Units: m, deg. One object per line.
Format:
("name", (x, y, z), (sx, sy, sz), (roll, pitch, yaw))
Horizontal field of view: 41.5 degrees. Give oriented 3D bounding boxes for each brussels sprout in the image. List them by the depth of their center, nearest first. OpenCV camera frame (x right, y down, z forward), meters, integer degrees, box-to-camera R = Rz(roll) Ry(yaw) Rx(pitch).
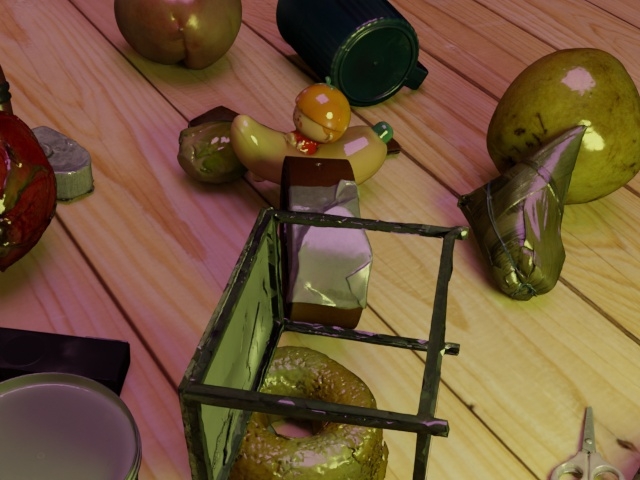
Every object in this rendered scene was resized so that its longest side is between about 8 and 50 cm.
("brussels sprout", (-0.192, -0.167, 1.609), (0.155, 0.118, 0.155), (-12, 35, 8))

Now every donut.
("donut", (-0.038, 0.247, 1.137), (0.271, 0.107, 0.272), (4, 37, -3))

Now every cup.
("cup", (0.076, -0.458, 1.966), (0.242, 0.308, 0.292), (-34, 48, 0))

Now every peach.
("peach", (-0.320, -0.520, 1.912), (0.292, 0.248, 0.292), (9, 16, -3))

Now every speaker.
("speaker", (-0.388, 0.172, 1.205), (0.218, 0.044, 0.082), (8, 38, -1))

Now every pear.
("pear", (0.478, -0.215, 1.660), (0.303, 0.304, 0.304), (5, 39, -4))

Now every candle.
("candle", (-0.513, -0.143, 1.554), (0.192, 0.068, 0.169), (1, 36, -13))

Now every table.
("table", (0.025, 0.151, 1.004), (0.272, 0.222, 0.335), (6, 38, 10))

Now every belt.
("belt", (0.000, 0.000, 1.356), (0.122, 0.217, 0.339), (2, 41, -7))

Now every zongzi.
("zongzi", (0.395, -0.048, 1.469), (0.125, 0.274, 0.251), (34, 28, -40))

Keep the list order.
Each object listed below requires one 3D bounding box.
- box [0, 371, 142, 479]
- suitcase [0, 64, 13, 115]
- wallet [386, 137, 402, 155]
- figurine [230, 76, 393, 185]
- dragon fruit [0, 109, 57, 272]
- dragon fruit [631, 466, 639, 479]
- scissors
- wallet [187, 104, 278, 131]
("box", (-0.325, 0.287, 0.994), (0.226, 0.149, 0.226), (6, 39, -5))
("suitcase", (-0.716, -0.232, 1.506), (0.297, 0.161, 0.236), (-19, 21, -30))
("wallet", (0.076, -0.194, 1.766), (0.176, 0.026, 0.095), (-13, 38, -27))
("figurine", (-0.013, -0.185, 1.550), (0.324, 0.222, 0.124), (11, 35, -36))
("dragon fruit", (-0.555, -0.084, 1.315), (0.277, 0.278, 0.342), (-21, 47, -32))
("dragon fruit", (0.539, 0.315, 1.086), (0.221, 0.204, 0.283), (33, 44, 28))
("scissors", (0.385, 0.300, 1.213), (0.100, 0.015, 0.189), (0, 27, 19))
("wallet", (-0.148, -0.206, 1.732), (0.255, 0.031, 0.137), (27, 43, 22))
